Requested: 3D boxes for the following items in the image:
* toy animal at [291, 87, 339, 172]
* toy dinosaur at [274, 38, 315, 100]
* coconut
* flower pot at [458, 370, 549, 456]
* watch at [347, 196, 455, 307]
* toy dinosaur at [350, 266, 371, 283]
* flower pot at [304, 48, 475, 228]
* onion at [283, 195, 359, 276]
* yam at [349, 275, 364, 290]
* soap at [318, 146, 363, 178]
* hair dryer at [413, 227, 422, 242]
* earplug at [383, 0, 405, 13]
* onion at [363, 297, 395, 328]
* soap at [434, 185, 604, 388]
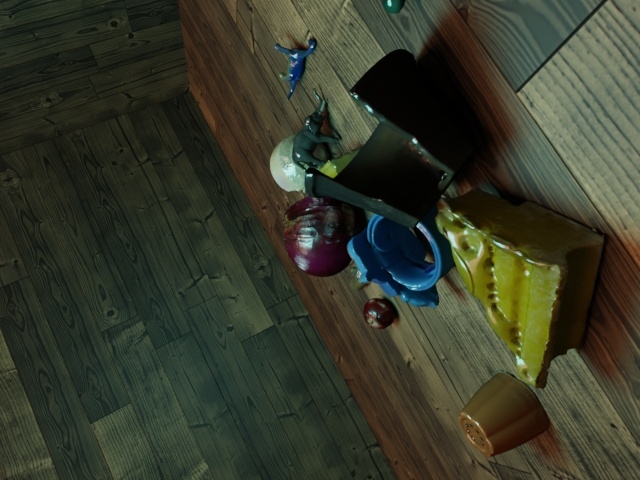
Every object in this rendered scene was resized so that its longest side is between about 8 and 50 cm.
[{"bbox_3d":[-0.010,-0.360,1.529,0.082,0.137,0.269,-130,60,-70],"label":"toy animal"},{"bbox_3d":[-0.071,-0.572,1.519,0.188,0.075,0.247,41,146,36],"label":"toy dinosaur"},{"bbox_3d":[-0.081,-0.288,1.703,0.224,0.224,0.234,63,156,4],"label":"coconut"},{"bbox_3d":[0.480,0.481,1.218,0.190,0.173,0.190,51,157,31],"label":"flower pot"},{"bbox_3d":[0.255,0.038,1.188,0.305,0.241,0.274,53,144,3],"label":"watch"},{"bbox_3d":[0.198,0.068,1.570,0.294,0.077,0.162,-9,99,64],"label":"toy dinosaur"},{"bbox_3d":[0.177,-0.188,0.998,0.251,0.379,0.379,37,156,11],"label":"flower pot"},{"bbox_3d":[0.000,0.000,1.653,0.336,0.282,0.260,108,163,-66],"label":"onion"},{"bbox_3d":[0.174,0.131,1.788,0.066,0.066,0.299,59,162,16],"label":"yam"},{"bbox_3d":[0.063,-0.230,1.486,0.076,0.135,0.233,65,163,-3],"label":"soap"},{"bbox_3d":[0.279,-0.031,1.326,0.083,0.026,0.047,64,164,-10],"label":"hair dryer"},{"bbox_3d":[0.075,-0.605,0.972,0.257,0.163,0.280,31,-177,-15],"label":"earplug"},{"bbox_3d":[0.229,0.283,1.759,0.131,0.131,0.131,54,160,30],"label":"onion"},{"bbox_3d":[0.387,0.091,0.949,0.304,0.169,0.338,43,151,50],"label":"soap"}]
